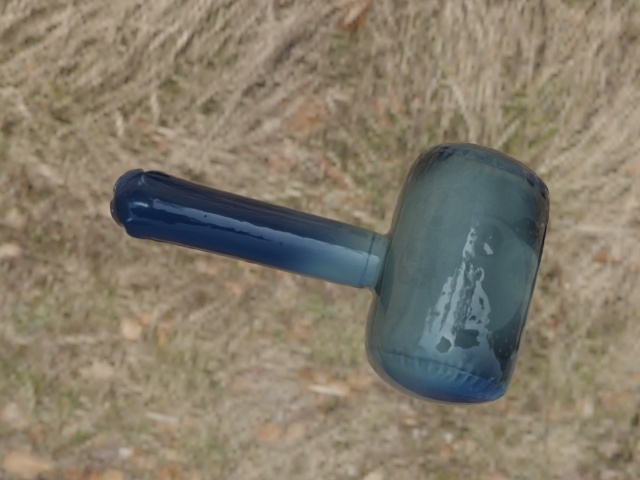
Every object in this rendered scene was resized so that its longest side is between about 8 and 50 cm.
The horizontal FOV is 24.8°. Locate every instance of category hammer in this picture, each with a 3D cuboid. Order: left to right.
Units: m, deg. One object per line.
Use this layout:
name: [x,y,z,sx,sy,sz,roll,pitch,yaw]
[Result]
hammer: [0.000,0.000,0.646,0.193,0.116,0.069,13,168,7]
